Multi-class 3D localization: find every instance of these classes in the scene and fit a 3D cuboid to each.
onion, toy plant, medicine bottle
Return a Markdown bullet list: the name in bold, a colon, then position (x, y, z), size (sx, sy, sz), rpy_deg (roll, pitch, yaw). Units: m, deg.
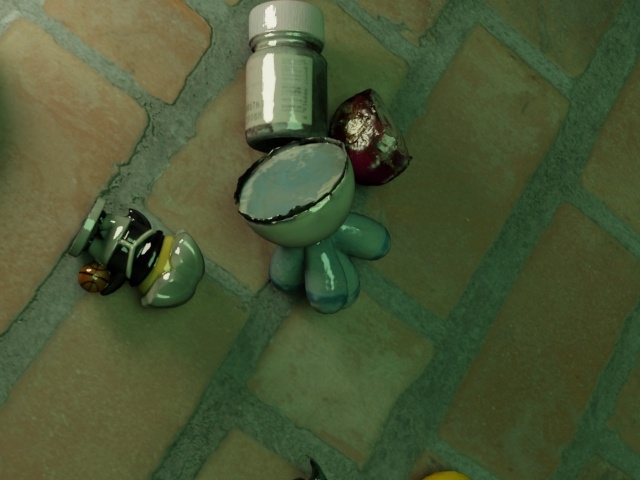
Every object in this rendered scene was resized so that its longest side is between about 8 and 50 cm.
- **onion**: position (0.109, -0.189, 2.006), size (0.140, 0.218, 0.195), rpy_deg (-37, 61, 13)
- **toy plant**: position (0.000, 0.000, 1.869), size (0.247, 0.247, 0.332), rpy_deg (-44, 130, -22)
- **medicine bottle**: position (-0.066, -0.316, 1.936), size (0.165, 0.165, 0.273), rpy_deg (4, 78, -21)

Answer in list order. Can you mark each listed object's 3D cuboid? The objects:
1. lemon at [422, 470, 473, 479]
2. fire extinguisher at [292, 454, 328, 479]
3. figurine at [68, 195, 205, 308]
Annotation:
- **lemon**: position (0.256, 0.514, 1.955), size (0.155, 0.114, 0.114), rpy_deg (5, 79, -24)
- **fire extinguisher**: position (-0.041, 0.603, 1.841), size (0.200, 0.113, 0.376), rpy_deg (45, 62, -56)
- **figurine**: position (-0.329, 0.037, 1.790), size (0.236, 0.133, 0.176), rpy_deg (27, 81, -13)
